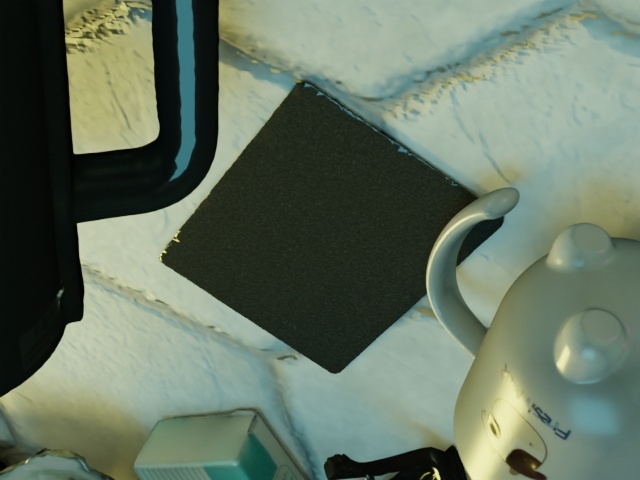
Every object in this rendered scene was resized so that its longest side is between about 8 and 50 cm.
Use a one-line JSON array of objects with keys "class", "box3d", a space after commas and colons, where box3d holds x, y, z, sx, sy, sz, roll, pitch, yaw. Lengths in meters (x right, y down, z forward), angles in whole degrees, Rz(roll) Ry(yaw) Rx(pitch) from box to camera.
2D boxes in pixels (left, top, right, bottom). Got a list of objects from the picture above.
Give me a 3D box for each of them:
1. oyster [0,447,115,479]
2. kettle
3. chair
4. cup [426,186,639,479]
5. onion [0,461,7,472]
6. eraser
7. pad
[{"class": "oyster", "box3d": [-0.202, 0.253, 1.224, 0.275, 0.100, 0.271, 16, 131, -21]}, {"class": "kettle", "box3d": [-0.199, -0.080, 0.786, 0.262, 0.203, 0.308, 13, 122, 14]}, {"class": "chair", "box3d": [0.096, 0.208, 1.091, 0.229, 0.113, 0.106, 0, 152, -30]}, {"class": "cup", "box3d": [0.146, 0.052, 0.868, 0.134, 0.173, 0.142, -5, 141, -16]}, {"class": "onion", "box3d": [-0.294, 0.216, 1.282, 0.117, 0.118, 0.118, 25, 141, -5]}, {"class": "eraser", "box3d": [-0.038, 0.216, 1.185, 0.096, 0.052, 0.225, -8, 130, 32]}, {"class": "pad", "box3d": [0.000, 0.000, 0.964, 0.143, 0.003, 0.211, 34, 140, -9]}]
